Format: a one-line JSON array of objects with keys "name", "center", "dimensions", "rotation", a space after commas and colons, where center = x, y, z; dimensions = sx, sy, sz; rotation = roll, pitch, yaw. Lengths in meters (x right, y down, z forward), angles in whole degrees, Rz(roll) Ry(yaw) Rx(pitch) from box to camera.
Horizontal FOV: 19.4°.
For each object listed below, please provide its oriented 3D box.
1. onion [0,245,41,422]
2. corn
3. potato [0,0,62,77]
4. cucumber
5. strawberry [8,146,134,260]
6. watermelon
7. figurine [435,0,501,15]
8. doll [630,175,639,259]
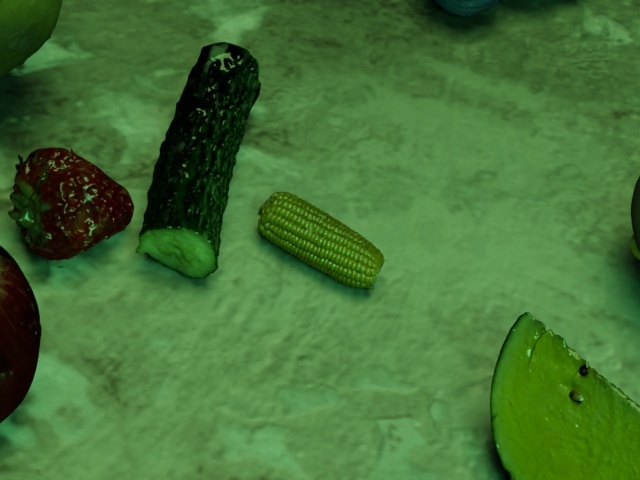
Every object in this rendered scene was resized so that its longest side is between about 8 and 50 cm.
[{"name": "onion", "center": [-0.222, 0.050, 1.063], "dimensions": [0.131, 0.131, 0.131], "rotation": [7, 46, -7]}, {"name": "corn", "center": [0.000, 0.000, 1.216], "dimensions": [0.092, 0.037, 0.037], "rotation": [31, 48, 12]}, {"name": "potato", "center": [-0.290, -0.183, 1.208], "dimensions": [0.242, 0.242, 0.285], "rotation": [43, 33, 25]}, {"name": "cucumber", "center": [-0.080, -0.057, 1.237], "dimensions": [0.058, 0.058, 0.187], "rotation": [12, 46, -1]}, {"name": "strawberry", "center": [-0.155, -0.025, 1.185], "dimensions": [0.083, 0.073, 0.073], "rotation": [-9, 49, -38]}, {"name": "watermelon", "center": [0.159, 0.135, 1.091], "dimensions": [0.075, 0.092, 0.181], "rotation": [-37, 65, -22]}, {"name": "figurine", "center": [0.140, -0.205, 1.433], "dimensions": [0.136, 0.079, 0.077], "rotation": [10, 19, -34]}, {"name": "doll", "center": [0.279, 0.008, 1.244], "dimensions": [0.188, 0.096, 0.145], "rotation": [5, 57, -44]}]
